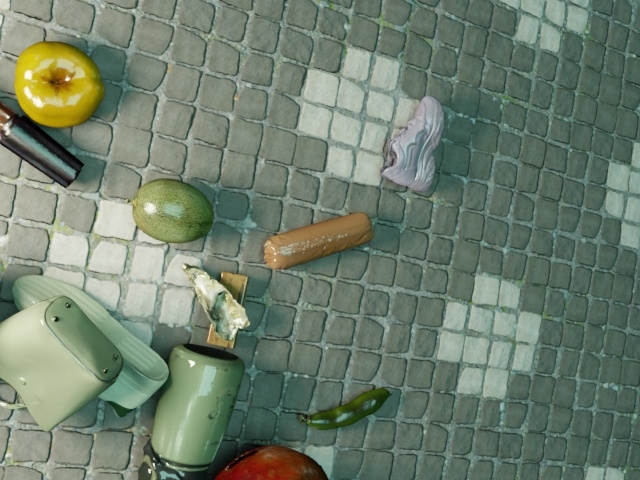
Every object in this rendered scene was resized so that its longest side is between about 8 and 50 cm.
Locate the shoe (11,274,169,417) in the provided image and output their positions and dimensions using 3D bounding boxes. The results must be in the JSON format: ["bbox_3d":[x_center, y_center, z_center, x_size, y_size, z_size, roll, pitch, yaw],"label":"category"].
[{"bbox_3d":[-0.503,0.228,1.407,0.363,0.132,0.160,38,107,-6],"label":"shoe"}]

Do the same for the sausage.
[{"bbox_3d":[-0.001,-0.001,1.625,0.289,0.086,0.086,-17,97,-21],"label":"sausage"}]

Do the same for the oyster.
[{"bbox_3d":[-0.233,0.131,1.523,0.106,0.061,0.199,-19,90,-11],"label":"oyster"}]

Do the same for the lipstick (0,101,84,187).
[{"bbox_3d":[-0.662,-0.257,1.346,0.418,0.077,0.077,39,76,-17],"label":"lipstick"}]

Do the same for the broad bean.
[{"bbox_3d":[0.069,0.427,1.682,0.255,0.046,0.065,-14,83,-21],"label":"broad bean"}]

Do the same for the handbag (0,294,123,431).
[{"bbox_3d":[-0.554,0.257,1.305,0.315,0.109,0.241,-32,104,19],"label":"handbag"}]

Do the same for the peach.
[{"bbox_3d":[-0.535,-0.321,1.385,0.179,0.103,0.179,-1,93,-19],"label":"peach"}]

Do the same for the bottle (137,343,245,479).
[{"bbox_3d":[-0.286,0.407,1.468,0.169,0.168,0.346,17,86,-22],"label":"bottle"}]

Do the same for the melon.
[{"bbox_3d":[-0.325,-0.064,1.458,0.192,0.139,0.139,14,85,-25],"label":"melon"}]

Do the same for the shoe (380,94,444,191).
[{"bbox_3d":[0.230,-0.252,1.716,0.138,0.095,0.244,9,94,-26],"label":"shoe"}]

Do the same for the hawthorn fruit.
[{"bbox_3d":[-0.107,0.609,1.484,0.316,0.316,0.315,0,91,-23],"label":"hawthorn fruit"}]

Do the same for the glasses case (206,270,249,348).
[{"bbox_3d":[-0.211,0.160,1.558,0.065,0.041,0.169,11,85,3],"label":"glasses case"}]
